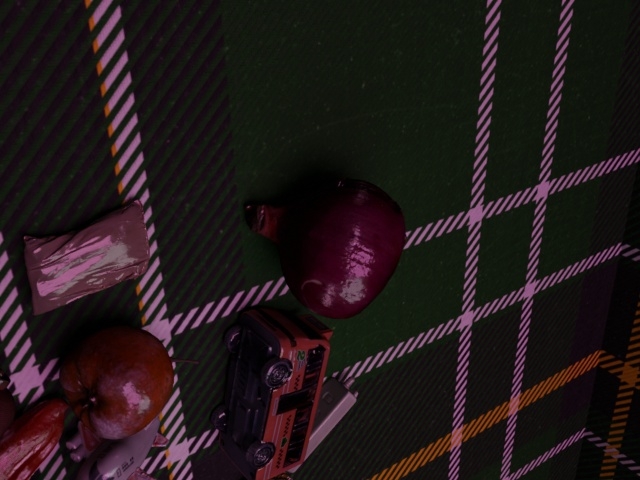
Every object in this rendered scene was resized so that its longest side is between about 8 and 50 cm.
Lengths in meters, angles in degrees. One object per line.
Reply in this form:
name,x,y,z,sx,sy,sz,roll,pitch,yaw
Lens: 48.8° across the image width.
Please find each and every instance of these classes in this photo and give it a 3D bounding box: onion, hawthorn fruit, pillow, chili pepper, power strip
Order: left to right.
chili pepper,-0.640,0.450,1.521,0.252,0.136,0.144,-40,103,-24
pillow,-0.478,0.032,1.449,0.270,0.067,0.173,-22,119,-28
hawthorn fruit,-0.437,0.291,1.528,0.231,0.263,0.235,-18,117,10
power strip,-0.016,0.522,2.029,0.338,0.098,0.058,-47,129,-8
onion,0.000,0.000,1.664,0.385,0.348,0.348,19,102,-6

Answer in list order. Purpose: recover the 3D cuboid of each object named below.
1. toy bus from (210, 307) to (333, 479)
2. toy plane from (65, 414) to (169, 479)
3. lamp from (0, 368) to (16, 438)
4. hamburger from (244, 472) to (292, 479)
toy bus,-0.120,0.390,1.817,0.233,0.203,0.427,-5,117,-40
toy plane,-0.456,0.492,1.616,0.252,0.252,0.118,-9,149,-34
lamp,-0.701,0.355,1.374,0.180,0.180,0.258,43,76,-42
hamburger,-0.164,0.755,2.038,0.213,0.108,0.214,-15,122,-25
